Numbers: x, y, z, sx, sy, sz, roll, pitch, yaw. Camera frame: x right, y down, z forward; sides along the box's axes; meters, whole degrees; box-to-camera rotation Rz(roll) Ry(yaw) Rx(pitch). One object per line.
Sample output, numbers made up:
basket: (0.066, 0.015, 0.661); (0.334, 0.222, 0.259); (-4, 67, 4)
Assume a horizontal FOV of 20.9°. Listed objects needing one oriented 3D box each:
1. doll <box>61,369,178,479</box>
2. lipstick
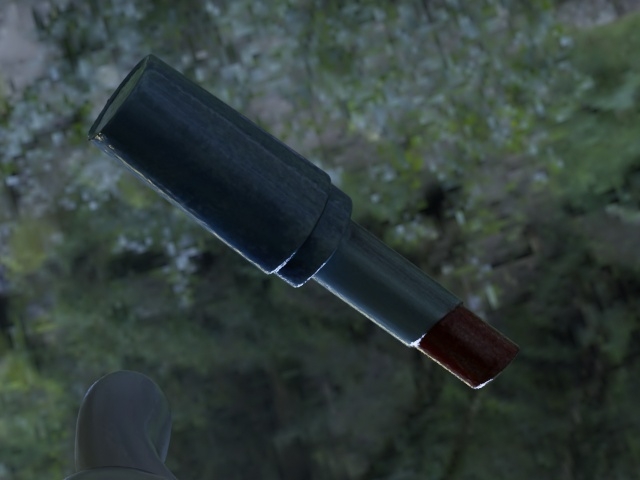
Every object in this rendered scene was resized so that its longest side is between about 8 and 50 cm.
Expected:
doll: (-0.162, 0.239, 0.840); (0.365, 0.187, 0.376); (-17, -159, -17)
lipstick: (0.000, 0.000, 0.958); (0.274, 0.068, 0.061); (36, 122, -16)
